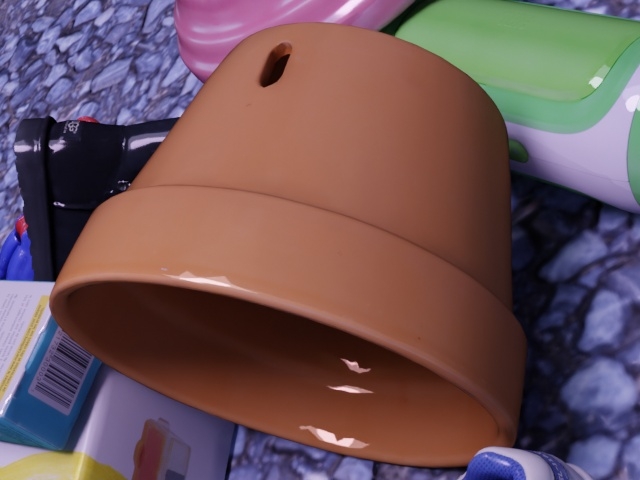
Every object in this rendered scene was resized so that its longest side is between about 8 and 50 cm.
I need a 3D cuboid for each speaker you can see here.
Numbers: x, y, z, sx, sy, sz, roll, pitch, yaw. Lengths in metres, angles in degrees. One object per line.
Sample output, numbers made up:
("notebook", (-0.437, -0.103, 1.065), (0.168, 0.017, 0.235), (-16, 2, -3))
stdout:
("speaker", (0.150, -0.107, 0.770), (0.296, 0.131, 0.131), (24, 78, 46))

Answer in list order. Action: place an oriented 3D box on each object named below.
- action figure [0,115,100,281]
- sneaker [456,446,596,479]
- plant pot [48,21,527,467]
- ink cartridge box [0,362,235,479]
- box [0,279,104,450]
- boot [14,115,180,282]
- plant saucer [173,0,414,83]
("action figure", (-0.251, 0.006, 1.059), (0.280, 0.139, 0.091), (-60, 41, 22))
("sneaker", (0.036, 0.227, 0.624), (0.296, 0.131, 0.112), (-48, 44, 4))
("plant pot", (0.000, 0.000, 0.693), (0.291, 0.291, 0.203), (-3, 60, 38))
("ink cartridge box", (-0.239, 0.241, 0.810), (0.279, 0.160, 0.384), (-11, 54, 30))
("box", (-0.266, 0.084, 0.783), (0.244, 0.060, 0.100), (0, 59, 37))
("boot", (-0.141, -0.001, 0.939), (0.207, 0.246, 0.094), (0, 34, 1))
("plant saucer", (-0.005, -0.271, 0.896), (0.332, 0.084, 0.332), (-29, 38, 25))
